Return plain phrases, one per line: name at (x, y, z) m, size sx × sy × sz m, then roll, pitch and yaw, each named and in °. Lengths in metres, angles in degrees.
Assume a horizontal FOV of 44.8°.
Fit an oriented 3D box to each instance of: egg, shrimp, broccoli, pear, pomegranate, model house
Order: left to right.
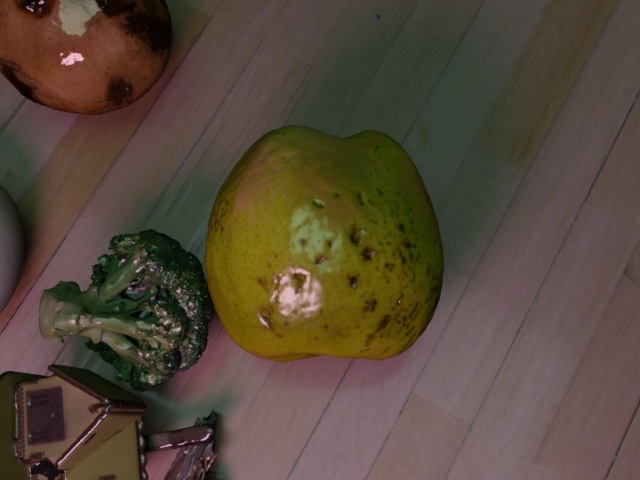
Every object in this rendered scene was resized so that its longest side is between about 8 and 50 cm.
egg at (-0.584, 0.012, 1.281) m, size 0.183 × 0.183 × 0.264 m, roll -10°, pitch 81°, yaw -1°
pomegranate at (-0.417, -0.367, 1.340) m, size 0.322 × 0.322 × 0.322 m, roll -1°, pitch 74°, yaw 2°
model house at (-0.313, 0.283, 1.149) m, size 0.279 × 0.218 × 0.204 m, roll -10°, pitch 75°, yaw 12°
broccoli at (-0.301, 0.109, 1.203) m, size 0.270 × 0.270 × 0.270 m, roll -2°, pitch 68°, yaw -43°
shrimp at (-0.189, 0.428, 1.213) m, size 0.164 × 0.062 × 0.316 m, roll 16°, pitch 79°, yaw 1°
pear at (0.000, 0.000, 1.172) m, size 0.391 × 0.391 × 0.391 m, roll -1°, pitch 74°, yaw 2°
